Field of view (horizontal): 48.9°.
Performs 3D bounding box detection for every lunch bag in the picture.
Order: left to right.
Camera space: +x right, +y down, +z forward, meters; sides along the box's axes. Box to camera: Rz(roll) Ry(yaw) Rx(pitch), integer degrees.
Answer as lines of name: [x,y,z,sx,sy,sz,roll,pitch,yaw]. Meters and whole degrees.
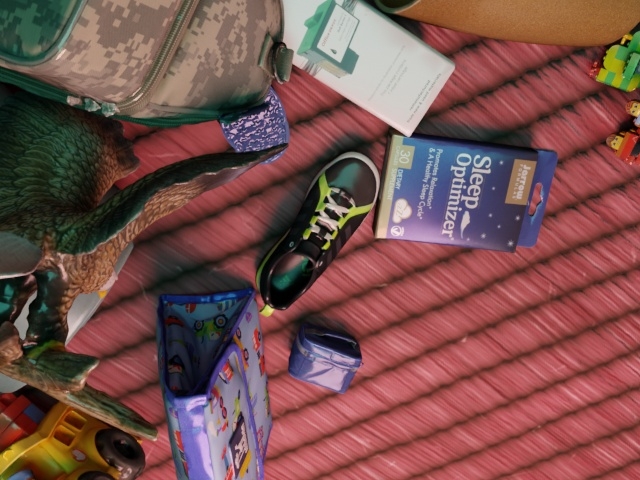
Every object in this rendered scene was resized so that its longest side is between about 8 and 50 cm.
lunch bag: [-0.195,-0.219,0.591,0.305,0.256,0.213,22,93,22]
lunch bag: [-0.135,0.218,0.837,0.138,0.293,0.221,-5,110,-1]
lunch bag: [0.011,0.155,0.944,0.098,0.067,0.065,19,108,-11]

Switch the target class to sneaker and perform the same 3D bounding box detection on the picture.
sneaker: [-0.107,-0.195,0.813,0.081,0.090,0.232,-26,130,5]
sneaker: [0.000,0.000,0.872,0.084,0.097,0.235,30,105,-14]

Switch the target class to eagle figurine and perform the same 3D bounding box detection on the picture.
eagle figurine: [-0.191,-0.018,0.597,0.226,0.225,0.298,35,64,-25]

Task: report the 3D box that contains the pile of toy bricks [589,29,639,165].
pile of toy bricks: [0.377,-0.198,0.835,0.105,0.118,0.212,27,119,21]

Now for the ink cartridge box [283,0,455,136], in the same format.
ink cartridge box: [0.019,-0.219,0.763,0.219,0.160,0.093,29,105,-12]

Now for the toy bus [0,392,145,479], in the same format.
toy bus: [-0.355,0.294,0.898,0.211,0.220,0.149,43,99,-10]

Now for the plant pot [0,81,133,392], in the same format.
plant pot: [-0.393,-0.033,0.731,0.334,0.341,0.341,39,103,-23]

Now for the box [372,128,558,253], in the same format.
box: [0.188,-0.059,0.898,0.225,0.036,0.137,6,109,-7]

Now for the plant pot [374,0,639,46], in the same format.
plant pot: [0.219,-0.305,0.731,0.254,0.237,0.237,15,109,-25]
